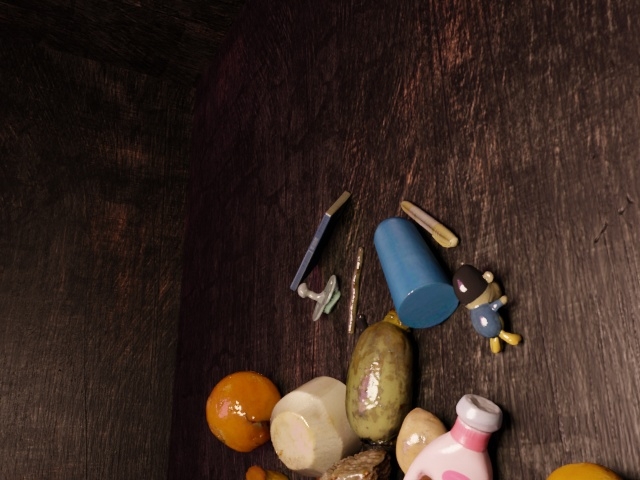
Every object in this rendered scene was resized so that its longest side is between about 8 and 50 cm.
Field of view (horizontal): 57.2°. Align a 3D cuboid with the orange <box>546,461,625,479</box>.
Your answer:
[{"bbox_3d":[0.371,0.391,0.815,0.159,0.136,0.159,-170,90,-67],"label":"orange"}]

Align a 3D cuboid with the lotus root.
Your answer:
[{"bbox_3d":[0.135,0.300,1.309,0.173,0.173,0.310,-21,55,60],"label":"lotus root"}]

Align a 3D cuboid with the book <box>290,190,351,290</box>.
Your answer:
[{"bbox_3d":[0.000,0.000,1.682,0.269,0.025,0.191,-64,-7,30],"label":"book"}]

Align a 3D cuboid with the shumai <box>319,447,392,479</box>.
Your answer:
[{"bbox_3d":[0.099,0.556,1.271,0.166,0.206,0.176,-26,72,20],"label":"shumai"}]

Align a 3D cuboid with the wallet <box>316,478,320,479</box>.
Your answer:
[{"bbox_3d":[0.049,0.643,1.479,0.195,0.041,0.161,-9,78,60],"label":"wallet"}]

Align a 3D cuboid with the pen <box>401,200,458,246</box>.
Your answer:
[{"bbox_3d":[0.243,-0.038,1.331,0.233,0.032,0.040,-130,31,-59],"label":"pen"}]

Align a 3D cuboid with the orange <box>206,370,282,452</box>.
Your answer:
[{"bbox_3d":[-0.236,0.535,1.843,0.246,0.246,0.246,-31,55,57],"label":"orange"}]

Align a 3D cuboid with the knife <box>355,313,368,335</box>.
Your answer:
[{"bbox_3d":[0.141,0.269,1.447,0.072,0.019,0.245,-56,38,33],"label":"knife"}]

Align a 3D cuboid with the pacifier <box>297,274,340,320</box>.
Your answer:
[{"bbox_3d":[-0.008,0.151,1.673,0.127,0.116,0.150,-73,8,-51],"label":"pacifier"}]

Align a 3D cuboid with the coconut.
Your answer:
[{"bbox_3d":[-0.004,0.461,1.460,0.241,0.241,0.241,-31,55,57],"label":"coconut"}]

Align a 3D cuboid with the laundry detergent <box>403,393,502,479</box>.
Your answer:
[{"bbox_3d":[0.237,0.444,1.074,0.088,0.158,0.336,-15,-56,-70],"label":"laundry detergent"}]

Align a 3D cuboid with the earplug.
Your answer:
[{"bbox_3d":[0.193,0.050,1.299,0.132,0.132,0.273,-62,28,32],"label":"earplug"}]

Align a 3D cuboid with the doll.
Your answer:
[{"bbox_3d":[0.308,0.119,1.099,0.102,0.088,0.179,-45,66,49],"label":"doll"}]

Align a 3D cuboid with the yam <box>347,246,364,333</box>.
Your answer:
[{"bbox_3d":[0.094,0.133,1.576,0.027,0.029,0.235,3,82,36],"label":"yam"}]

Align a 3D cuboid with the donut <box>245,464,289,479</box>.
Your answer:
[{"bbox_3d":[-0.154,0.826,1.740,0.303,0.110,0.303,-29,58,60],"label":"donut"}]

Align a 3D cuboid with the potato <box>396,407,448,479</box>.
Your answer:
[{"bbox_3d":[0.209,0.412,1.167,0.112,0.112,0.147,-15,77,61],"label":"potato"}]
